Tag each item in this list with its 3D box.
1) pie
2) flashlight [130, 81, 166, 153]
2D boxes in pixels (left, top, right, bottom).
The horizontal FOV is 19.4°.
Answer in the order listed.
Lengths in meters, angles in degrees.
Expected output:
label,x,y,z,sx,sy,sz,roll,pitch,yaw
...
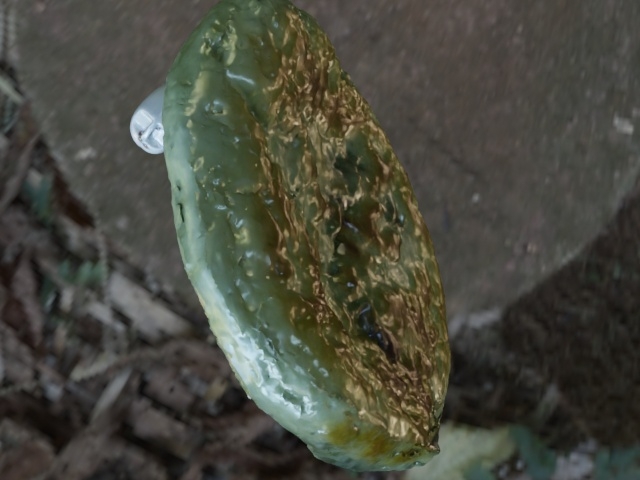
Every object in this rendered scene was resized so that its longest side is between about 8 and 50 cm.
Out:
label,x,y,z,sx,sy,sz,roll,pitch,yaw
pie,0.000,0.000,0.882,0.054,0.240,0.240,-19,110,22
flashlight,-0.107,-0.131,1.604,0.047,0.200,0.093,41,124,1
